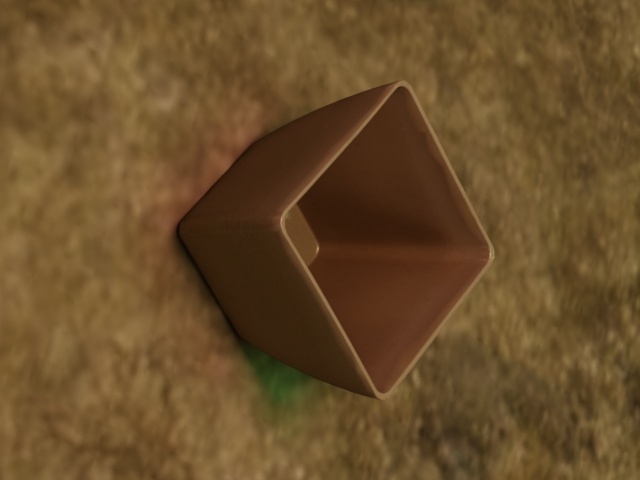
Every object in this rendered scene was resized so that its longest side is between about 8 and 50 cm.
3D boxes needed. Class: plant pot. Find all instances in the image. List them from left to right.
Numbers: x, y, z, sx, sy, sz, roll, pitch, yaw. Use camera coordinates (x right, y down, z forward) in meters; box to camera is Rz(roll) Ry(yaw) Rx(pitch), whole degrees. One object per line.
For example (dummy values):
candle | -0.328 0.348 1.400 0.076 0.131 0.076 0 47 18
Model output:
plant pot | 0.000 0.000 0.939 0.109 0.096 0.109 -49 122 -34
